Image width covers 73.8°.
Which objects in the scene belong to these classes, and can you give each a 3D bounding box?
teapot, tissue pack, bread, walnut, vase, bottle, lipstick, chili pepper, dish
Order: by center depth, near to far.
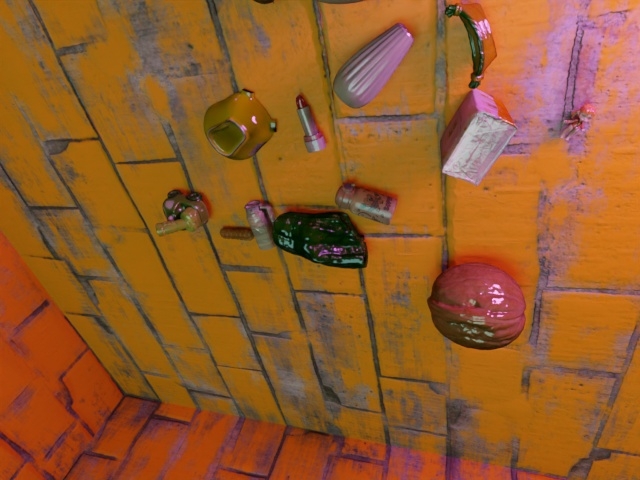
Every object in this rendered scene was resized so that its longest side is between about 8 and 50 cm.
[{"bbox_3d":[0.420,-0.287,1.165,0.124,0.225,0.184,23,125,-1],"label":"tissue pack"},{"bbox_3d":[0.150,-0.488,1.190,0.128,0.128,0.248,42,121,-14],"label":"vase"},{"bbox_3d":[-0.040,-0.385,1.390,0.063,0.057,0.186,-7,119,25],"label":"lipstick"},{"bbox_3d":[-0.294,-0.373,1.457,0.263,0.108,0.221,-24,117,34],"label":"dish"},{"bbox_3d":[0.156,-0.134,1.483,0.209,0.097,0.110,19,134,5],"label":"bottle"},{"bbox_3d":[0.545,0.231,1.510,0.333,0.332,0.332,11,130,13],"label":"walnut"},{"bbox_3d":[-0.002,0.002,1.608,0.385,0.167,0.213,13,132,9],"label":"chili pepper"},{"bbox_3d":[-0.225,-0.062,1.701,0.107,0.077,0.200,-5,125,20],"label":"teapot"},{"bbox_3d":[-0.352,-0.028,1.797,0.157,0.044,0.052,4,134,19],"label":"bread"}]

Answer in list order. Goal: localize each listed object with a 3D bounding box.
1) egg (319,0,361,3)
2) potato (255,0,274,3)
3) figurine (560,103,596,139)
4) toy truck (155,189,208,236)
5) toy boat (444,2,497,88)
[{"bbox_3d":[0.096,-0.681,0.981,0.371,0.230,0.229,-6,125,32],"label":"egg"},{"bbox_3d":[-0.168,-0.748,1.110,0.150,0.113,0.251,-7,133,17],"label":"potato"},{"bbox_3d":[0.699,-0.323,1.163,0.064,0.047,0.109,19,141,-4],"label":"figurine"},{"bbox_3d":[-0.554,-0.098,1.726,0.187,0.210,0.148,-4,127,1],"label":"toy truck"},{"bbox_3d":[0.394,-0.507,1.099,0.088,0.089,0.229,-23,120,18],"label":"toy boat"}]
